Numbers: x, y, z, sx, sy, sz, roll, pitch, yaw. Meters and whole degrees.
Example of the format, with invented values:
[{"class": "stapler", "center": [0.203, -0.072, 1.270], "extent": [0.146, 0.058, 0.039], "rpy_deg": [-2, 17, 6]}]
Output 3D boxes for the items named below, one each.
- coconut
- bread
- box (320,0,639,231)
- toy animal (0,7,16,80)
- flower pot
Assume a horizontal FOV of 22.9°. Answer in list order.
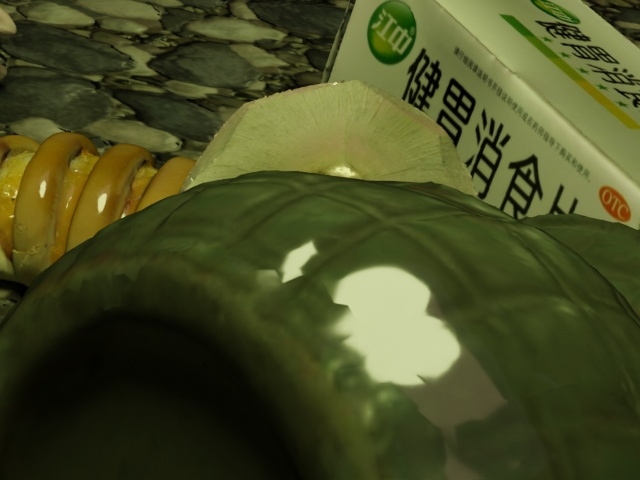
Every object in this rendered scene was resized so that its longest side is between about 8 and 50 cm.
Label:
[{"class": "coconut", "center": [0.000, 0.000, 0.825], "extent": [0.171, 0.171, 0.183], "rpy_deg": [16, -12, 7]}, {"class": "bread", "center": [-0.138, -0.014, 0.934], "extent": [0.177, 0.084, 0.119], "rpy_deg": [12, 26, 8]}, {"class": "box", "center": [0.131, -0.026, 0.940], "extent": [0.145, 0.173, 0.333], "rpy_deg": [1, 33, -30]}, {"class": "toy animal", "center": [-0.326, -0.169, 1.123], "extent": [0.212, 0.124, 0.124], "rpy_deg": [5, 27, -30]}, {"class": "flower pot", "center": [0.005, 0.123, 0.519], "extent": [0.213, 0.302, 0.302], "rpy_deg": [8, 23, -45]}]
